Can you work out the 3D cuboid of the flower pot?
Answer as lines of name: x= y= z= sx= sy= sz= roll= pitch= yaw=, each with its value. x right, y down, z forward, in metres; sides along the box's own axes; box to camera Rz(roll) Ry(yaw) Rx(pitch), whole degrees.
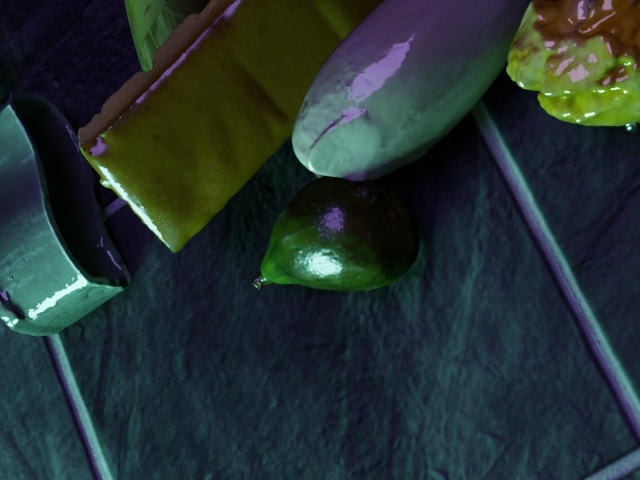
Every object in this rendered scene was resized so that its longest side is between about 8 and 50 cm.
flower pot: x=-0.283 y=-0.026 z=1.965 sx=0.108 sy=0.103 sz=0.229 roll=-35 pitch=62 yaw=22

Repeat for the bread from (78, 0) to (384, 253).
bread: x=-0.057 y=-0.166 z=1.790 sx=0.361 sy=0.138 sz=0.077 roll=-46 pitch=30 yaw=1

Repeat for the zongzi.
zongzi: x=-0.121 y=-0.217 z=1.830 sx=0.115 sy=0.256 sz=0.228 roll=-11 pitch=71 yaw=-4

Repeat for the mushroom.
mushroom: x=0.111 y=-0.188 z=1.730 sx=0.128 sy=0.128 sz=0.350 roll=38 pitch=90 yaw=34

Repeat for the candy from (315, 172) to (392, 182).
candy: x=0.032 y=-0.096 z=1.815 sx=0.103 sy=0.043 sz=0.103 roll=-7 pitch=76 yaw=29

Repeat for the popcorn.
popcorn: x=0.237 y=-0.156 z=1.638 sx=0.167 sy=0.148 sz=0.152 roll=-8 pitch=104 yaw=17

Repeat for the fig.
fig: x=0.000 y=0.000 z=1.778 sx=0.177 sy=0.117 sz=0.117 roll=-16 pitch=69 yaw=45
